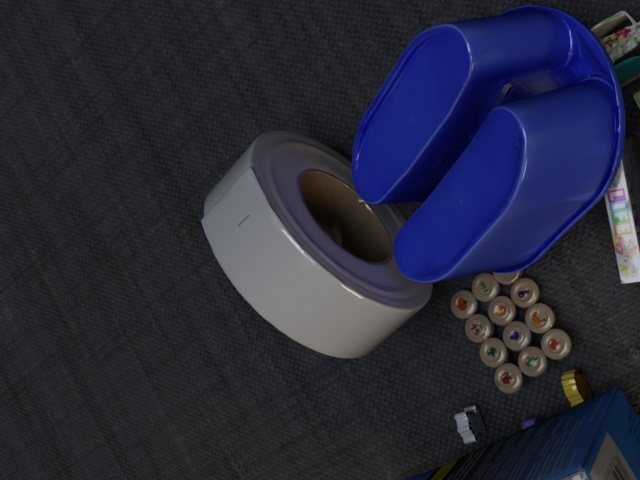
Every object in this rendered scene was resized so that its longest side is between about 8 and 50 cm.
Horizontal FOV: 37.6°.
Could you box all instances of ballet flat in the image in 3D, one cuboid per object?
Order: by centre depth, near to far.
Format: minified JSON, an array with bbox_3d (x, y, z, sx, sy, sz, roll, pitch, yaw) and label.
[{"bbox_3d":[0.355,-0.226,1.020,0.241,0.091,0.077,-23,64,26],"label":"ballet flat"}]

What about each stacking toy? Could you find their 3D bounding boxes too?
[{"bbox_3d":[0.280,0.283,1.153,0.167,0.052,0.221,-23,86,30],"label":"stacking toy"}]

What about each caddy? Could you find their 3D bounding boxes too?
[{"bbox_3d":[0.187,-0.100,1.047,0.241,0.179,0.341,62,145,22],"label":"caddy"}]

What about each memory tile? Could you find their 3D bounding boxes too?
[{"bbox_3d":[0.231,0.102,1.152,0.113,0.012,0.148,-41,62,24],"label":"memory tile"}]

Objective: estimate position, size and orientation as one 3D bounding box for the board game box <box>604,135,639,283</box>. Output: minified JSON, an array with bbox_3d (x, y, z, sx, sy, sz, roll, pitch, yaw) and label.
[{"bbox_3d":[0.342,-0.037,1.040,0.026,0.103,0.154,-10,93,30],"label":"board game box"}]

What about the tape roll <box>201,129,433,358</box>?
[{"bbox_3d":[0.000,0.000,1.133,0.100,0.286,0.286,-44,76,27],"label":"tape roll"}]

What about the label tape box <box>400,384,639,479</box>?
[{"bbox_3d":[0.192,0.306,1.042,0.334,0.241,0.106,-32,86,29],"label":"label tape box"}]

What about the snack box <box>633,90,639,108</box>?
[{"bbox_3d":[0.420,-0.122,1.020,0.100,0.037,0.141,-30,84,28],"label":"snack box"}]
